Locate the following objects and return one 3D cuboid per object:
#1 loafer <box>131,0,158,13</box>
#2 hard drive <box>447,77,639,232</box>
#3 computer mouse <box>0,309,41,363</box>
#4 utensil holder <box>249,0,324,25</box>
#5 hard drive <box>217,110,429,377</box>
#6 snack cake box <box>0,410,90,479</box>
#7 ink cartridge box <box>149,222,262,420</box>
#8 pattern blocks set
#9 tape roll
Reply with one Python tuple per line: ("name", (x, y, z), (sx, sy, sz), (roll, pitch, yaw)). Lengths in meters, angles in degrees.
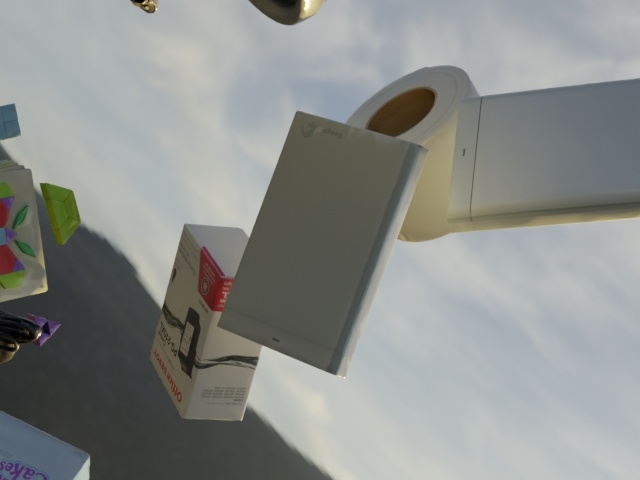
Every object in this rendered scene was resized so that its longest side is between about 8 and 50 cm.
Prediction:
("loafer", (-0.300, -0.405, 2.207), (0.125, 0.045, 0.039), (62, 26, -59))
("hard drive", (0.358, -0.122, 1.851), (0.353, 0.233, 0.047), (-4, -41, 19))
("computer mouse", (-0.404, 0.099, 1.506), (0.188, 0.072, 0.272), (19, -8, -6))
("utensil holder", (0.046, -0.472, 1.503), (0.328, 0.385, 0.327), (54, -12, 17))
("hard drive", (0.000, 0.000, 1.752), (0.203, 0.308, 0.040), (19, -2, 35))
("snack cake box", (-0.327, 0.286, 1.401), (0.152, 0.089, 0.264), (25, -38, 10))
("ink cartridge box", (-0.157, 0.120, 1.966), (0.172, 0.100, 0.237), (50, -51, 54))
("pattern blocks set", (-0.429, -0.003, 1.747), (0.026, 0.285, 0.325), (0, -65, 45))
("tape roll", (0.167, -0.140, 2.154), (0.169, 0.246, 0.246), (53, -13, -29))
